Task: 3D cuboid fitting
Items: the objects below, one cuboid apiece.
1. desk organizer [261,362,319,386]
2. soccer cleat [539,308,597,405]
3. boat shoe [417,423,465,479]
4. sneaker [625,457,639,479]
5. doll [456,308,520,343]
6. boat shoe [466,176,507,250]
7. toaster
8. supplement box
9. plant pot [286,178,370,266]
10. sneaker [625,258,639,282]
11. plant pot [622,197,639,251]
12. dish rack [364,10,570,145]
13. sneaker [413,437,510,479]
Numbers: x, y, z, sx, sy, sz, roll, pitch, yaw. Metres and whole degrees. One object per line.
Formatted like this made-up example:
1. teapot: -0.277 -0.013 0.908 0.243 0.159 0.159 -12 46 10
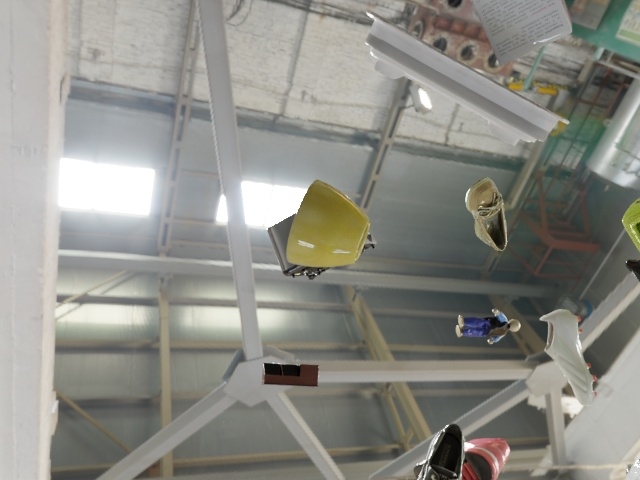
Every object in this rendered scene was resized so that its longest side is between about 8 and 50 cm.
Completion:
1. desk organizer: -0.070 0.313 1.232 0.130 0.047 0.050 6 -107 -12
2. soccer cleat: 0.497 0.237 1.068 0.076 0.196 0.068 -12 176 5
3. boat shoe: 0.212 0.435 0.954 0.077 0.070 0.219 18 -131 10
4. sneaker: 0.765 0.535 1.204 0.090 0.235 0.095 10 -124 3
5. doll: 0.512 0.257 1.597 0.188 0.129 0.046 1 -152 -3
6. boat shoe: 0.269 -0.039 0.836 0.056 0.153 0.048 -32 -130 -4
7. toaster: 0.000 0.000 1.052 0.168 0.185 0.110 4 -120 -67
8. supplement box: 0.284 -0.396 0.793 0.220 0.114 0.111 58 -146 -15
9. plant pot: 0.019 -0.013 0.792 0.095 0.134 0.134 21 -151 11
10. sneaker: 0.459 -0.060 0.597 0.108 0.302 0.121 2 -152 -38
11. plant pot: 0.741 -0.041 0.982 0.228 0.227 0.207 52 -132 -6
12. dish rack: 0.226 -0.250 0.853 0.332 0.072 0.285 32 -158 9
13. sneaker: 0.365 0.581 1.347 0.136 0.314 0.116 -18 -109 -37
